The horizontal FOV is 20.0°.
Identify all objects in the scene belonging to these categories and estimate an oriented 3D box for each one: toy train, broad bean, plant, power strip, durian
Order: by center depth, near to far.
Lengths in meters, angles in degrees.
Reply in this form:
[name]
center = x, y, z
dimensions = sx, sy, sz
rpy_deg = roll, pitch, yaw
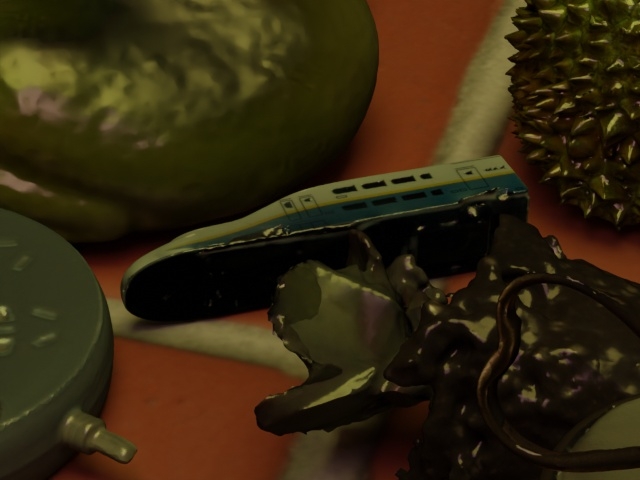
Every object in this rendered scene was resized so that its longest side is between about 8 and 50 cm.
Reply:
[plant]
center = 0.078, 0.065, 0.864
dimensions = 0.203, 0.131, 0.142
rpy_deg = 8, 40, 12
[power strip]
center = -0.188, 0.053, 0.938
dimensions = 0.168, 0.054, 0.253
rpy_deg = -25, 43, -29
[toy train]
center = 0.000, 0.000, 1.017
dimensions = 0.234, 0.052, 0.051
rpy_deg = -10, 35, -13
[durian]
center = 0.228, -0.116, 1.086
dimensions = 0.237, 0.176, 0.200
rpy_deg = -14, 58, -37
[broad bean]
center = -0.104, -0.108, 1.087
dimensions = 0.291, 0.119, 0.238
rpy_deg = -23, 60, -24

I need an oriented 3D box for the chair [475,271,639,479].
[chair]
center = 0.147, 0.108, 0.644
dimensions = 0.160, 0.325, 0.170
rpy_deg = 12, 39, 16
